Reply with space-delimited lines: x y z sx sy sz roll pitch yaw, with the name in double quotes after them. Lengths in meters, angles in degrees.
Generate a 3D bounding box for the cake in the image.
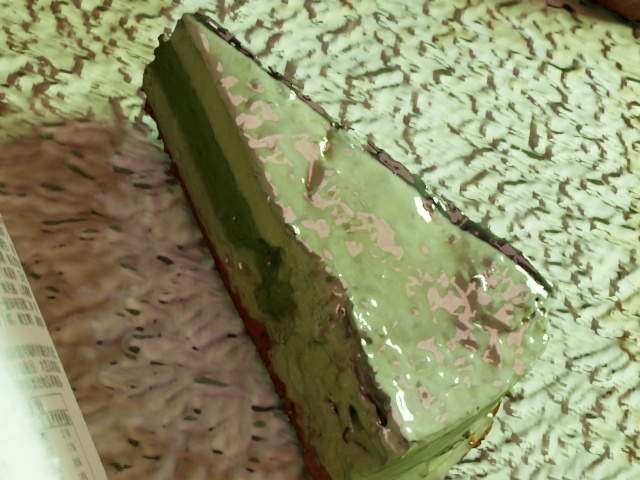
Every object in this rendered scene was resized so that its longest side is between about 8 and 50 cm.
0.018 -0.003 0.677 0.116 0.086 0.220 -16 71 -27 "cake"

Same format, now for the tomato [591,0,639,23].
0.184 -0.230 0.856 0.228 0.101 0.228 8 61 -14 "tomato"

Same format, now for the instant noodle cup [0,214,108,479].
-0.181 0.068 0.486 0.243 0.243 0.231 -25 82 -30 "instant noodle cup"
